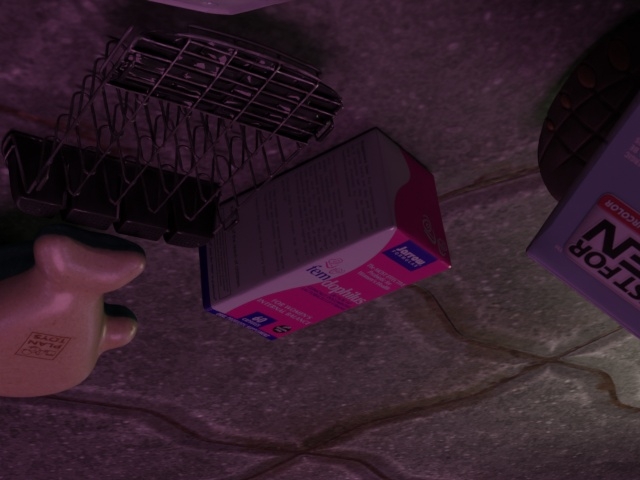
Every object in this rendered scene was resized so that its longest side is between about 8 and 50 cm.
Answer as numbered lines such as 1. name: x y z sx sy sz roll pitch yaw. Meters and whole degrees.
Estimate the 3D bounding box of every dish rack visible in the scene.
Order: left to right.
1. dish rack: -0.122 -0.088 0.828 0.208 0.074 0.271 12 144 -34

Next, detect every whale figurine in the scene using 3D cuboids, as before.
1. whale figurine: -0.275 0.047 0.967 0.216 0.141 0.272 14 141 -34

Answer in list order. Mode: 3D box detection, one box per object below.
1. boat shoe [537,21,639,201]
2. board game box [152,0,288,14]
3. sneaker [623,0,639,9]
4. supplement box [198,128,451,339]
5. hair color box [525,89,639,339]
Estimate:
1. boat shoe: 0.324 -0.128 0.795 0.130 0.132 0.355 10 147 -31
2. board game box: -0.135 -0.183 0.447 0.390 0.050 0.390 6 -178 -31
3. sneaker: 0.251 -0.232 0.622 0.102 0.161 0.282 29 -176 8
4. supplement box: 0.000 0.000 0.972 0.220 0.114 0.111 -26 146 27
5. hair color box: 0.288 -0.116 0.577 0.374 0.113 0.185 -57 161 18
